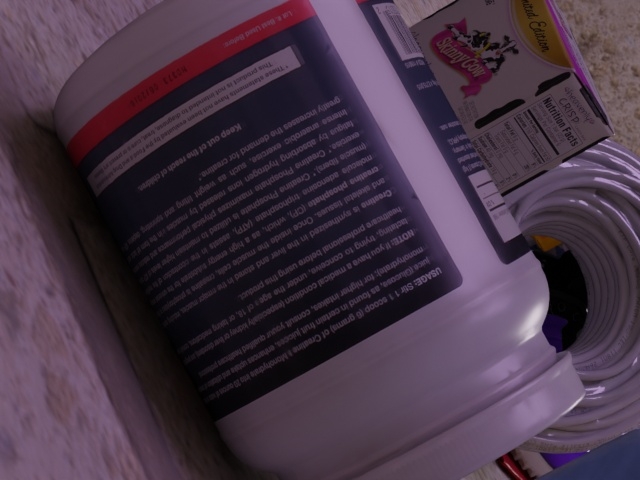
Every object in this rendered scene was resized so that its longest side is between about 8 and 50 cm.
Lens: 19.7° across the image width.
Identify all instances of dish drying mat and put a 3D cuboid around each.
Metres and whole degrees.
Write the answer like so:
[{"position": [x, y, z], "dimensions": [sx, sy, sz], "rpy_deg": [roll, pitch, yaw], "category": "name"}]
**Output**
[{"position": [0.166, 0.195, 1.560], "dimensions": [0.083, 0.008, 0.032], "rpy_deg": [46, 18, -43], "category": "dish drying mat"}]

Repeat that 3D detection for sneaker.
[{"position": [0.191, 0.088, 1.558], "dimensions": [0.293, 0.146, 0.102], "rpy_deg": [53, 10, -24], "category": "sneaker"}]

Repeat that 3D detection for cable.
[{"position": [0.183, 0.038, 1.448], "dimensions": [0.257, 0.257, 0.089], "rpy_deg": [47, -18, -9], "category": "cable"}]

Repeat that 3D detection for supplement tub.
[{"position": [0.000, 0.000, 0.964], "dimensions": [0.272, 0.191, 0.191], "rpy_deg": [61, 14, 3], "category": "supplement tub"}]

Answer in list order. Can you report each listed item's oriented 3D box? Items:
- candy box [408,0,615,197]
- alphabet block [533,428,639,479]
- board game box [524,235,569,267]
[{"position": [0.082, -0.087, 1.347], "dimensions": [0.071, 0.233, 0.159], "rpy_deg": [51, 16, -36], "category": "candy box"}, {"position": [0.180, 0.240, 1.138], "dimensions": [0.193, 0.192, 0.197], "rpy_deg": [66, 16, 15], "category": "alphabet block"}, {"position": [0.287, 0.122, 1.866], "dimensions": [0.390, 0.050, 0.390], "rpy_deg": [62, -2, 4], "category": "board game box"}]
